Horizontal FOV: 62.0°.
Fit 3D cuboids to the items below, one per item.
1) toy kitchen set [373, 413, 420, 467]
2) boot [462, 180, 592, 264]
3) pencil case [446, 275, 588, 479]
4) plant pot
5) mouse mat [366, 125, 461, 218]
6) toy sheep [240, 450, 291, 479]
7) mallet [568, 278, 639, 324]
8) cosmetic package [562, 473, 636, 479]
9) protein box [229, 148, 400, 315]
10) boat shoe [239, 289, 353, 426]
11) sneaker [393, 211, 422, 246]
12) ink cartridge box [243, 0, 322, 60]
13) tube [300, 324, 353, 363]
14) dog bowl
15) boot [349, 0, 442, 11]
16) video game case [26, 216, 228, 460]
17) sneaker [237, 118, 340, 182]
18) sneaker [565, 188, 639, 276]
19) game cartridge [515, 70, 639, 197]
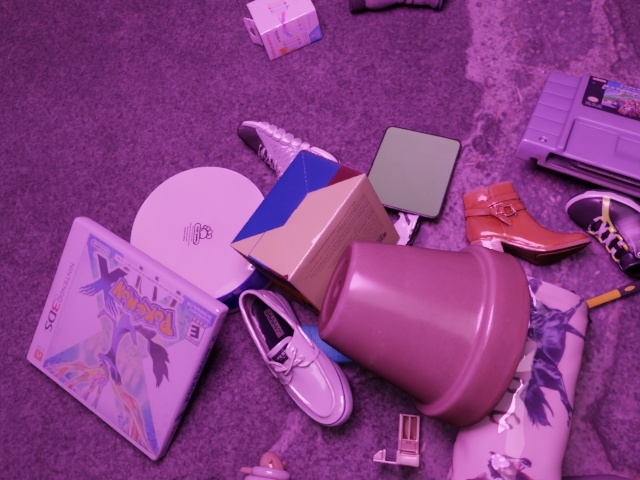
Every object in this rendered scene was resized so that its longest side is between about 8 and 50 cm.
[{"bbox_3d":[0.120,0.308,0.829,0.068,0.083,0.075,3,71,10],"label":"toy kitchen set"},{"bbox_3d":[0.350,-0.034,0.922,0.197,0.073,0.152,-9,65,3],"label":"boot"},{"bbox_3d":[0.283,0.247,0.777,0.160,0.183,0.410,14,71,9],"label":"pencil case"},{"bbox_3d":[0.127,0.103,0.765,0.229,0.263,0.262,20,74,-6],"label":"plant pot"},{"bbox_3d":[0.171,-0.133,1.003,0.153,0.007,0.189,16,63,14],"label":"mouse mat"},{"bbox_3d":[-0.087,0.400,0.832,0.091,0.091,0.132,2,66,10],"label":"toy sheep"},{"bbox_3d":[0.485,0.098,0.873,0.190,0.039,0.062,-14,68,0],"label":"mallet"},{"bbox_3d":[0.382,0.377,0.682,0.107,0.238,0.127,-8,72,9],"label":"cosmetic package"},{"bbox_3d":[0.000,0.000,0.881,0.136,0.201,0.199,28,76,35],"label":"protein box"},{"bbox_3d":[-0.048,0.184,0.870,0.096,0.088,0.267,-39,63,12],"label":"boat shoe"},{"bbox_3d":[0.146,-0.004,0.964,0.044,0.040,0.109,17,68,25],"label":"sneaker"},{"bbox_3d":[-0.083,-0.461,1.132,0.143,0.092,0.089,-24,69,2],"label":"ink cartridge box"},{"bbox_3d":[0.021,0.179,0.913,0.207,0.052,0.080,-3,68,15],"label":"tube"},{"bbox_3d":[-0.205,0.002,0.981,0.265,0.104,0.264,-3,71,8],"label":"dog bowl"},{"bbox_3d":[0.173,-0.646,1.157,0.223,0.118,0.337,0,82,6],"label":"boot"},{"bbox_3d":[-0.346,0.164,0.918,0.329,0.036,0.299,29,104,17],"label":"video game case"},{"bbox_3d":[-0.085,-0.140,1.024,0.229,0.086,0.132,25,79,16],"label":"sneaker"},{"bbox_3d":[0.502,0.002,0.859,0.235,0.084,0.097,34,60,23],"label":"sneaker"},{"bbox_3d":[0.542,-0.173,0.911,0.355,0.068,0.230,22,60,16],"label":"game cartridge"}]
